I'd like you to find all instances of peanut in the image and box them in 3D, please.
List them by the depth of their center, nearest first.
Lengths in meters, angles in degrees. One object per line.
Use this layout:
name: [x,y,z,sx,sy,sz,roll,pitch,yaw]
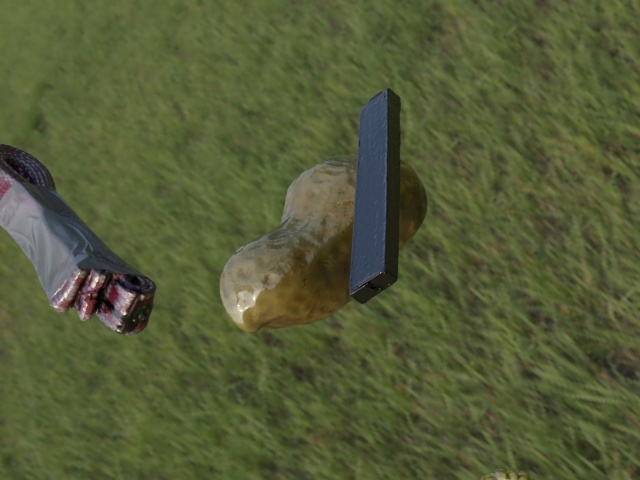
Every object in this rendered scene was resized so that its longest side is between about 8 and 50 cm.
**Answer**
peanut: [0.000,0.000,1.016,0.236,0.120,0.110,-37,38,-28]

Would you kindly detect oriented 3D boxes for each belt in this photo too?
belt: [-0.224,-0.004,0.924,0.232,0.071,0.053,41,112,32]

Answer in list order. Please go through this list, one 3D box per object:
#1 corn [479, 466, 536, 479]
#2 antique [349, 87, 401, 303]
corn: [0.216,0.331,1.284,0.093,0.244,0.093,-3,63,5]
antique: [0.038,-0.035,0.722,0.031,0.015,0.192,-33,33,30]
